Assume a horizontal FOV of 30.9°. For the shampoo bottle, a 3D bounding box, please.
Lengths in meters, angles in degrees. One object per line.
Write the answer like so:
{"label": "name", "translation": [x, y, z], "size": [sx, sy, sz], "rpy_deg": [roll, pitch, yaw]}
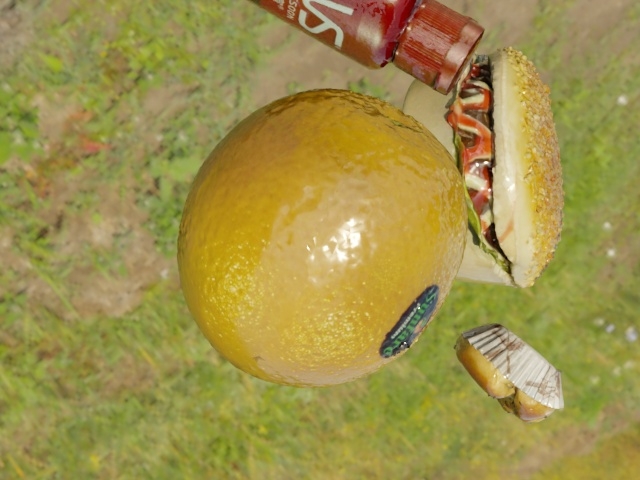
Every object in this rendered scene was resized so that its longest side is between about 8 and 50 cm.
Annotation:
{"label": "shampoo bottle", "translation": [-0.004, -0.237, 1.047], "size": [0.076, 0.314, 0.118], "rpy_deg": [-55, 173, -34]}

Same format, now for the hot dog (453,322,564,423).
{"label": "hot dog", "translation": [0.198, 0.138, 1.253], "size": [0.069, 0.131, 0.252], "rpy_deg": [-50, 176, 0]}

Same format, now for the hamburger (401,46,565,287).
{"label": "hamburger", "translation": [0.204, -0.082, 1.379], "size": [0.170, 0.302, 0.302], "rpy_deg": [-6, 164, 20]}

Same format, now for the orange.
{"label": "orange", "translation": [0.000, 0.000, 0.883], "size": [0.236, 0.236, 0.236], "rpy_deg": [-34, 154, -19]}
